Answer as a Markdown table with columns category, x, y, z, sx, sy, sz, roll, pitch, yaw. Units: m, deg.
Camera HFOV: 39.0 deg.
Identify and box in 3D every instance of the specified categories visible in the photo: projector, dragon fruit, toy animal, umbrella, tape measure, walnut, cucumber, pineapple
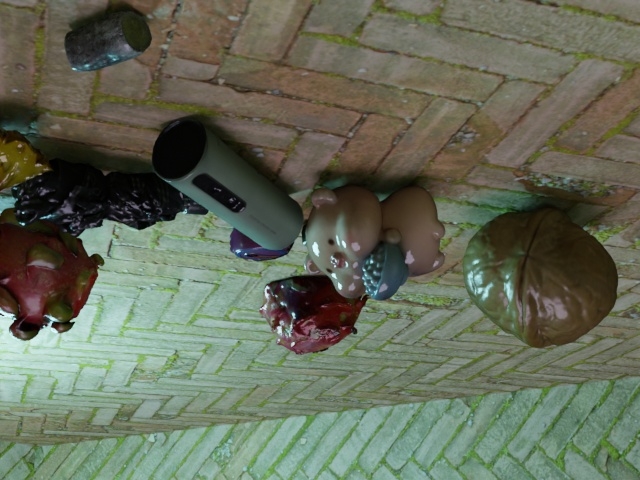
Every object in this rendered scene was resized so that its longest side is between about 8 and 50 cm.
| category | x | y | z | sx | sy | sz | roll | pitch | yaw |
| --- | --- | --- | --- | --- | --- | --- | --- | --- | --- |
| projector | -0.147 | -0.086 | 1.524 | 0.108 | 0.108 | 0.337 | -11 | 156 | 23 |
| dragon fruit | -0.027 | 0.176 | 2.098 | 0.273 | 0.161 | 0.126 | -6 | 160 | 15 |
| dragon fruit | -0.561 | 0.058 | 1.681 | 0.307 | 0.228 | 0.243 | -11 | 122 | 34 |
| toy animal | 0.102 | -0.013 | 1.634 | 0.221 | 0.229 | 0.210 | -34 | 142 | -33 |
| umbrella | -0.352 | -0.066 | 1.536 | 0.336 | 0.128 | 0.154 | 3 | -178 | -40 |
| tape measure | -0.118 | -0.001 | 1.776 | 0.118 | 0.074 | 0.125 | 6 | 162 | -31 |
| walnut | 0.420 | 0.070 | 1.735 | 0.252 | 0.277 | 0.313 | -47 | 152 | 6 |
| cucumber | -0.277 | -0.256 | 1.165 | 0.111 | 0.064 | 0.064 | -10 | 156 | 26 |
| pineapple | -0.542 | -0.153 | 1.374 | 0.249 | 0.140 | 0.164 | -20 | 113 | 7 |

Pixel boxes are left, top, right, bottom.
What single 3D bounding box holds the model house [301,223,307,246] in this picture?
| category | x | y | z | sx | sy | sz | roll | pitch | yaw |
| --- | --- | --- | --- | --- | --- | --- | --- | --- | --- |
| model house | 0.000 | 0.000 | 1.794 | 0.083 | 0.066 | 0.078 | 18 | 149 | -36 |
